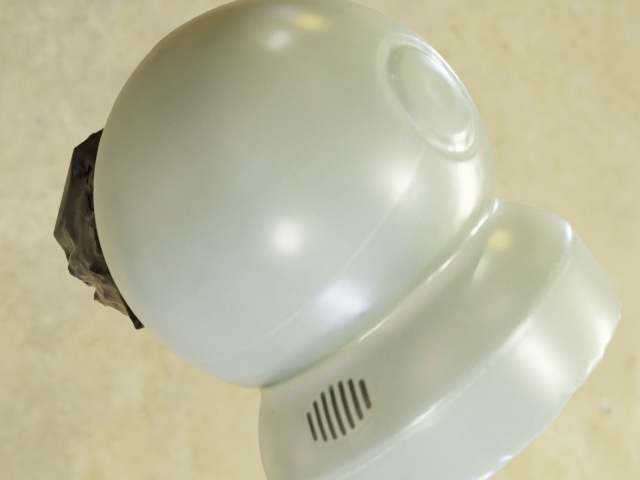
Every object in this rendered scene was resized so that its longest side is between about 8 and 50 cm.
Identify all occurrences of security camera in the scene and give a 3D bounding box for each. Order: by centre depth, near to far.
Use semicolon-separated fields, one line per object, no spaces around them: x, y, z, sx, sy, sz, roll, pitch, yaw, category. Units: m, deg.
0.000;0.000;0.913;0.236;0.194;0.194;48;36;-8;security camera

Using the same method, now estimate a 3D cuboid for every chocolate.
-0.099;0.006;1.377;0.156;0.156;0.133;33;10;-35;chocolate
